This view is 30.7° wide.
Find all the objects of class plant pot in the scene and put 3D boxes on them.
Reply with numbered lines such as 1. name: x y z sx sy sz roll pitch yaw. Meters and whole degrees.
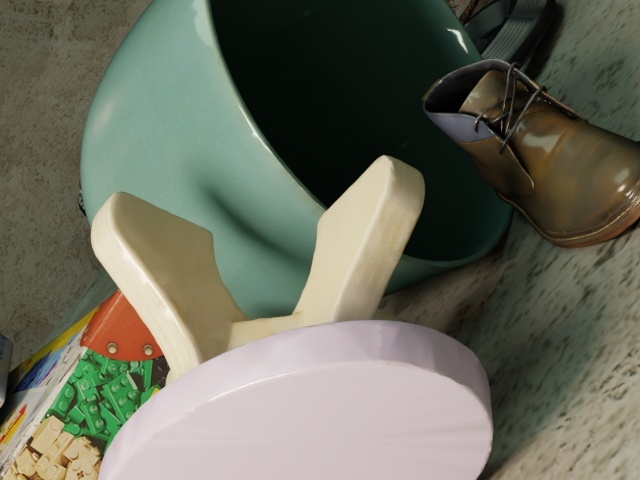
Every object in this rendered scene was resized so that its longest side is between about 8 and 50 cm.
1. plant pot: -0.040 -0.068 0.868 0.235 0.293 0.293 -31 24 38

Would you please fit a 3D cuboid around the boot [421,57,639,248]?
1. boot: 0.131 -0.059 0.735 0.082 0.106 0.219 -54 13 -2

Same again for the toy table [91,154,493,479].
1. toy table: -0.020 0.080 0.675 0.274 0.252 0.160 -32 39 31

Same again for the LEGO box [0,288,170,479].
1. LEGO box: -0.253 0.286 0.984 0.500 0.193 0.372 -31 26 59

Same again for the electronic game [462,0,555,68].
1. electronic game: 0.131 -0.149 1.096 0.229 0.048 0.229 -45 12 12

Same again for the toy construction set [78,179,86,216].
1. toy construction set: -0.188 -0.047 1.667 0.237 0.258 0.308 62 146 27

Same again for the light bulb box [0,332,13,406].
1. light bulb box: -0.461 0.199 1.000 0.361 0.225 0.358 -56 13 -6

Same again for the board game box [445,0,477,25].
1. board game box: 0.089 -0.306 1.447 0.232 0.141 0.291 -31 26 59

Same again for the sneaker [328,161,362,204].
1. sneaker: 0.000 0.000 1.110 0.297 0.111 0.129 159 124 -66
